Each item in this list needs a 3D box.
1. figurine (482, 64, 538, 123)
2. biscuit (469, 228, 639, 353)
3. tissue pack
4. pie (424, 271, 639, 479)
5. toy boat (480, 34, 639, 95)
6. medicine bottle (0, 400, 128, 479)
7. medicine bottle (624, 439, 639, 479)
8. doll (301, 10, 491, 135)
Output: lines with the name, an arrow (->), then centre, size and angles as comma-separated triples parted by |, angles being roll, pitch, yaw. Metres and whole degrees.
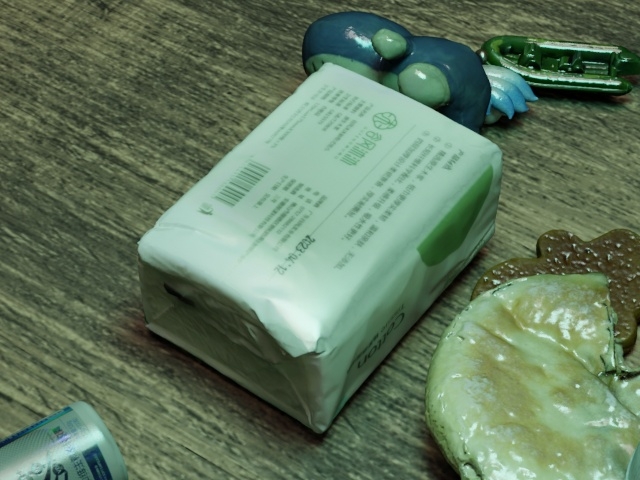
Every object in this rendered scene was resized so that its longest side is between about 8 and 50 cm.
figurine -> 0.224, -0.183, 1.878 | 0.114, 0.079, 0.114 | 8, 13, -2
biscuit -> 0.282, 0.064, 1.674 | 0.236, 0.039, 0.180 | -16, 54, -14
tissue pack -> 0.000, 0.001, 1.632 | 0.266, 0.194, 0.356 | 30, 56, 24
pie -> 0.253, 0.166, 1.516 | 0.338, 0.075, 0.337 | -1, 47, 1
toy boat -> 0.313, -0.231, 1.931 | 0.210, 0.052, 0.104 | 8, 44, 7
medicine bottle -> -0.298, 0.248, 1.470 | 0.191, 0.107, 0.107 | -27, 53, -22
medicine bottle -> 0.345, 0.281, 1.281 | 0.190, 0.332, 0.190 | 0, 48, 0
doll -> 0.086, -0.195, 1.801 | 0.258, 0.228, 0.154 | 16, 65, 35
